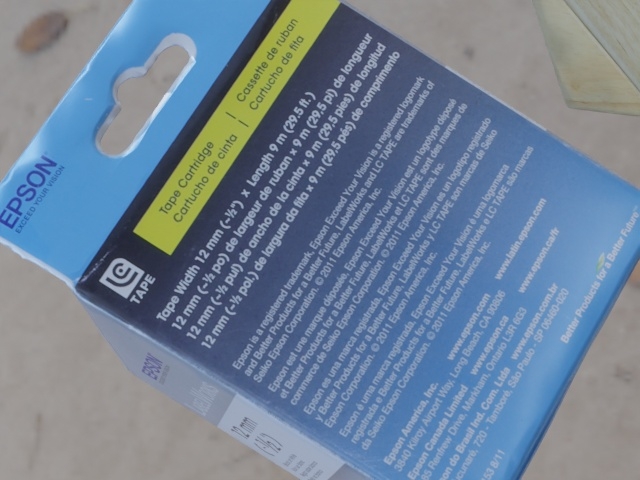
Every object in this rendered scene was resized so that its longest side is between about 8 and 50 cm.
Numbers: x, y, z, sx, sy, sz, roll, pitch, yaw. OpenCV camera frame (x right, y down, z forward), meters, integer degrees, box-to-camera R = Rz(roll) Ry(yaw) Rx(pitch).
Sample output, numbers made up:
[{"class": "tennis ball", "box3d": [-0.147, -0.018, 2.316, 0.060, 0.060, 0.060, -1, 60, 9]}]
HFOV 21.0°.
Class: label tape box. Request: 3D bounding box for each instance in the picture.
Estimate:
[{"class": "label tape box", "box3d": [0.000, 0.000, 1.067, 0.249, 0.348, 0.115, -58, -2, -19]}]

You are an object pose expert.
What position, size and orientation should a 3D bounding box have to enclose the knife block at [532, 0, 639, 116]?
[{"class": "knife block", "box3d": [0.177, -0.127, 0.741, 0.242, 0.088, 0.275, 16, 128, 69]}]
